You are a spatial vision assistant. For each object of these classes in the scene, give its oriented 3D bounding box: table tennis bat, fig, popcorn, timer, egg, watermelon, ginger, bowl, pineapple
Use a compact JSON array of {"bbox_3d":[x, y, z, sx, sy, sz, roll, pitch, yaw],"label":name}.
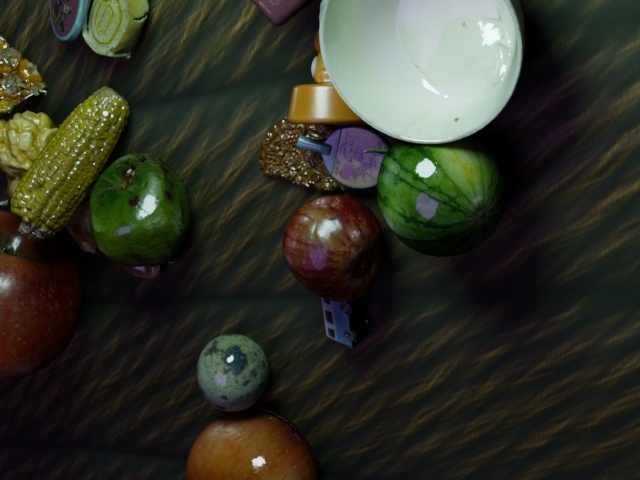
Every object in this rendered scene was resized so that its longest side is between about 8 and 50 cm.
[{"bbox_3d":[-0.423,-0.458,1.742,0.153,0.040,0.244,55,133,37],"label":"table tennis bat"},{"bbox_3d":[0.002,-0.003,1.648,0.207,0.175,0.175,39,136,38],"label":"fig"},{"bbox_3d":[-0.549,-0.162,1.964,0.140,0.163,0.194,5,119,16],"label":"popcorn"},{"bbox_3d":[0.016,-0.251,1.521,0.132,0.132,0.152,5,98,35],"label":"timer"},{"bbox_3d":[-0.166,0.256,1.932,0.141,0.141,0.181,33,148,17],"label":"egg"},{"bbox_3d":[0.168,-0.077,1.454,0.215,0.188,0.188,44,143,52],"label":"watermelon"},{"bbox_3d":[-0.454,-0.034,2.020,0.334,0.081,0.148,24,144,25],"label":"ginger"},{"bbox_3d":[0.039,-0.137,1.596,0.155,0.019,0.100,17,112,10],"label":"table tennis bat"},{"bbox_3d":[0.150,-0.281,1.355,0.277,0.145,0.277,13,124,21],"label":"bowl"},{"bbox_3d":[-0.306,-0.030,1.875,0.203,0.203,0.235,2,153,36],"label":"fig"},{"bbox_3d":[-0.743,-0.291,1.935,0.344,0.286,0.209,-12,108,39],"label":"pineapple"}]

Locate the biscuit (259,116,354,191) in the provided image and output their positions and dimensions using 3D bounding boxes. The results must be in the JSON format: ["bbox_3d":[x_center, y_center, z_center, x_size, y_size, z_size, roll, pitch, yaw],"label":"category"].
[{"bbox_3d":[-0.022,-0.144,1.660,0.206,0.025,0.126,10,121,32],"label":"biscuit"}]

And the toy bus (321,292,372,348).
[{"bbox_3d":[0.041,0.116,1.747,0.075,0.060,0.123,15,126,34],"label":"toy bus"}]

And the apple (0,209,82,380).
[{"bbox_3d":[-0.658,0.109,2.075,0.348,0.348,0.277,34,118,16],"label":"apple"}]

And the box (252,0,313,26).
[{"bbox_3d":[-0.008,-0.437,1.367,0.167,0.193,0.294,51,133,-7],"label":"box"}]

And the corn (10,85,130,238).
[{"bbox_3d":[-0.460,-0.138,1.861,0.119,0.119,0.322,40,97,10],"label":"corn"}]

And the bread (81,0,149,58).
[{"bbox_3d":[-0.349,-0.388,1.728,0.117,0.064,0.156,54,130,16],"label":"bread"}]

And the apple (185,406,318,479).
[{"bbox_3d":[-0.138,0.462,1.989,0.272,0.206,0.251,21,130,25],"label":"apple"}]
